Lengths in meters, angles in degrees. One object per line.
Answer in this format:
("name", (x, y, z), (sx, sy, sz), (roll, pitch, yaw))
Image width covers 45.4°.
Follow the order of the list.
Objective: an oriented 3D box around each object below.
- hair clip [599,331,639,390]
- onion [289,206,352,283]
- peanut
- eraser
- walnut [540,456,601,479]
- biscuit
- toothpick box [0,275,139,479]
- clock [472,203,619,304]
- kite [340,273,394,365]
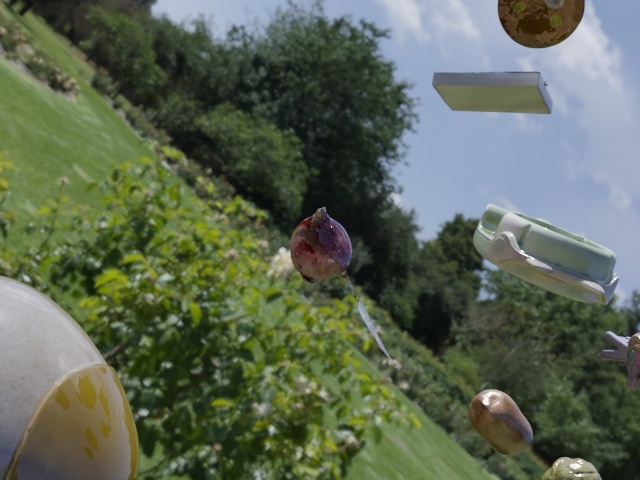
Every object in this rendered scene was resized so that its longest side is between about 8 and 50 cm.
("hair clip", (0.743, 0.282, 1.805), (0.090, 0.137, 0.278), (12, 4, -1))
("onion", (0.000, 0.000, 1.872), (0.159, 0.159, 0.194), (42, -35, 46))
("peanut", (0.288, 0.292, 1.212), (0.152, 0.076, 0.076), (47, -3, -31))
("eraser", (0.245, -0.208, 1.082), (0.150, 0.023, 0.104), (7, -10, 28))
("walnut", (0.383, 0.372, 1.166), (0.092, 0.092, 0.092), (43, -1, 1))
("biscuit", (0.371, -0.423, 1.221), (0.180, 0.236, 0.039), (22, 29, 12))
("toothpick box", (-0.466, 0.300, 1.064), (0.425, 0.409, 0.409), (64, -10, -24))
("clock", (0.451, 0.030, 1.495), (0.265, 0.108, 0.324), (22, 10, -3))
("kite", (0.086, 0.143, 1.484), (0.141, 0.015, 0.245), (61, 0, -27))
